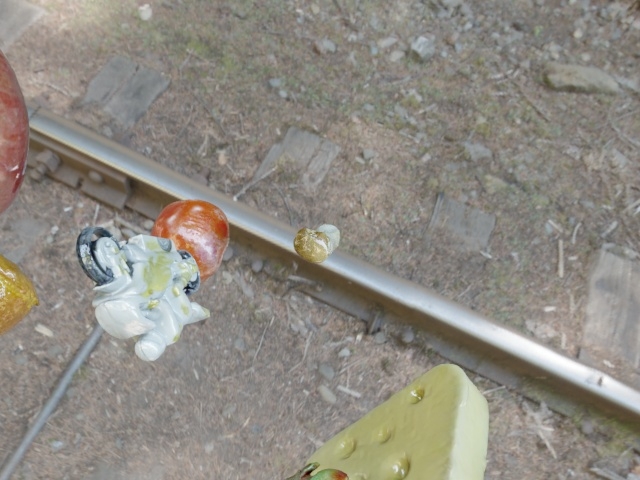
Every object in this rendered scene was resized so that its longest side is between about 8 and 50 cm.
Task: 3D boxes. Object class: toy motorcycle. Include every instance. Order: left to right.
[{"bbox_3d":[-0.194,0.063,0.669,0.074,0.228,0.151,-18,75,12],"label":"toy motorcycle"}]

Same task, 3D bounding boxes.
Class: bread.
[{"bbox_3d":[-0.808,0.094,1.320,0.312,0.312,0.172,26,60,5],"label":"bread"}]

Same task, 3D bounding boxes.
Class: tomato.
[{"bbox_3d":[-0.343,0.000,1.505,0.188,0.232,0.232,19,59,-23],"label":"tomato"}]

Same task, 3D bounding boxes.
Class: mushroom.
[{"bbox_3d":[0.000,0.000,1.312,0.084,0.209,0.071,18,102,10],"label":"mushroom"}]

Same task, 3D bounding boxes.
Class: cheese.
[{"bbox_3d":[0.121,0.424,1.050,0.104,0.383,0.384,51,61,-22],"label":"cheese"}]

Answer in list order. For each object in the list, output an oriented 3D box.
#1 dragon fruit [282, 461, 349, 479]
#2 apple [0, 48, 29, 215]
[{"bbox_3d":[-0.031,0.466,0.850,0.130,0.295,0.268,26,24,-21],"label":"dragon fruit"},{"bbox_3d":[-0.577,-0.157,0.796,0.345,0.345,0.269,44,26,14],"label":"apple"}]
